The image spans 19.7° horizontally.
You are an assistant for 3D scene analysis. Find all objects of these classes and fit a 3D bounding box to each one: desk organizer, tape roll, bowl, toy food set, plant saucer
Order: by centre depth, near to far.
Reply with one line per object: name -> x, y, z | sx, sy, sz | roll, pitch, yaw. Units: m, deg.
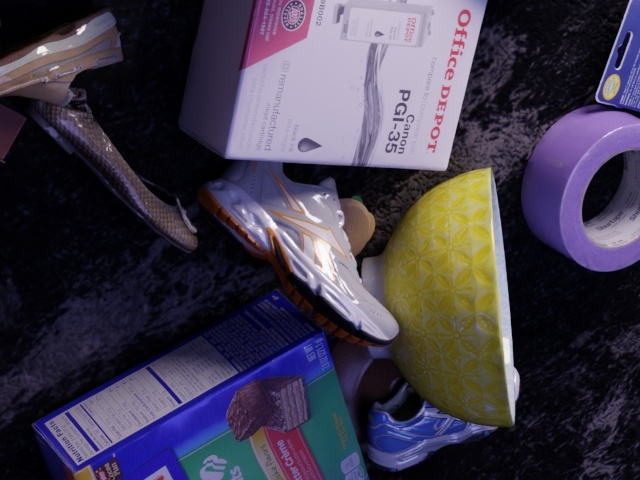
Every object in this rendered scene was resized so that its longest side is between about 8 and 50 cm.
desk organizer -> -0.351, -0.128, 1.761 | 0.130, 0.047, 0.050 | 29, 92, -38
bowl -> 0.129, 0.069, 2.060 | 0.156, 0.289, 0.289 | -5, 120, 8
toy food set -> 0.021, -0.012, 2.069 | 0.083, 0.020, 0.082 | -45, 127, -7
plant saucer -> 0.091, 0.171, 2.189 | 0.198, 0.036, 0.199 | -14, 119, -27
tape roll -> 0.339, -0.063, 2.213 | 0.189, 0.080, 0.189 | -14, 119, -28

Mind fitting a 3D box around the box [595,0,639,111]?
box -> 0.423, -0.215, 2.223 | 0.225, 0.036, 0.136 | 10, 105, -37

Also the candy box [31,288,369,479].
candy box -> -0.122, 0.250, 2.034 | 0.317, 0.122, 0.268 | -29, 125, -17

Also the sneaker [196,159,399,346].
sneaker -> 0.000, 0.000, 1.956 | 0.262, 0.099, 0.121 | 44, 74, -4

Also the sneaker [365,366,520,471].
sneaker -> 0.146, 0.194, 2.160 | 0.211, 0.080, 0.081 | -26, 126, -22

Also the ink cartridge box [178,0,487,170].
ink cartridge box -> 0.016, -0.190, 1.921 | 0.283, 0.117, 0.207 | 1, 110, -33

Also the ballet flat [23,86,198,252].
ballet flat -> -0.200, -0.075, 1.866 | 0.058, 0.084, 0.250 | -48, 122, -4

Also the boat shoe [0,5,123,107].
boat shoe -> -0.260, -0.160, 1.759 | 0.190, 0.068, 0.072 | -32, 109, -34
